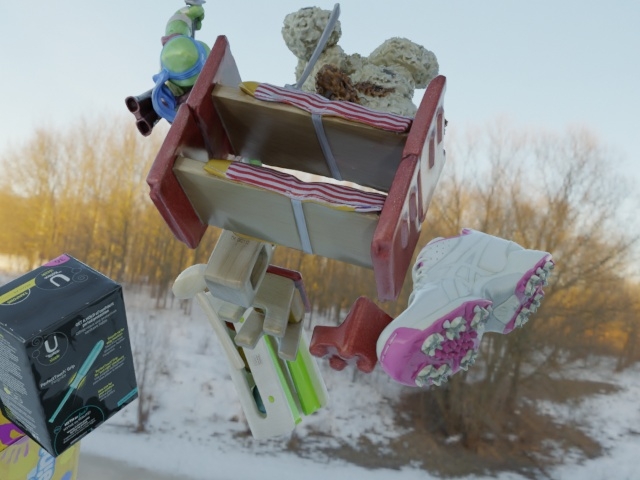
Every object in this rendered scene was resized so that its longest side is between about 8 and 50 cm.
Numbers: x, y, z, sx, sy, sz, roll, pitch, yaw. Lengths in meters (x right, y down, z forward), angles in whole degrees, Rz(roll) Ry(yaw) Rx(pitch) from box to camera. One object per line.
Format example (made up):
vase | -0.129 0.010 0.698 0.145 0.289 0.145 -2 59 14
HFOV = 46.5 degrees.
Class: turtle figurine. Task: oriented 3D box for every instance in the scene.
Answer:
turtle figurine | -0.099 -0.197 0.900 0.198 0.275 0.266 19 -20 1

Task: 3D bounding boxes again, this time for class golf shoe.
golf shoe | 0.145 0.068 0.858 0.140 0.115 0.306 34 35 30

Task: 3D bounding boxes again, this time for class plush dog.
plush dog | 0.058 -0.196 1.081 0.262 0.211 0.225 12 25 -27

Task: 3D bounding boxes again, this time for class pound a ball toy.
pound a ball toy | -0.138 0.187 1.297 0.135 0.319 0.208 -22 -1 35

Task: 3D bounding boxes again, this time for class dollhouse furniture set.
dollhouse furniture set | 0.000 0.000 0.714 0.201 0.152 0.374 16 -24 14

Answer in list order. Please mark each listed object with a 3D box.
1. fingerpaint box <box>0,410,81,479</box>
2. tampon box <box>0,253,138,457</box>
fingerpaint box | -0.541 0.315 1.081 0.371 0.445 0.163 29 34 19
tampon box | -0.281 0.120 0.799 0.101 0.161 0.120 23 38 31
